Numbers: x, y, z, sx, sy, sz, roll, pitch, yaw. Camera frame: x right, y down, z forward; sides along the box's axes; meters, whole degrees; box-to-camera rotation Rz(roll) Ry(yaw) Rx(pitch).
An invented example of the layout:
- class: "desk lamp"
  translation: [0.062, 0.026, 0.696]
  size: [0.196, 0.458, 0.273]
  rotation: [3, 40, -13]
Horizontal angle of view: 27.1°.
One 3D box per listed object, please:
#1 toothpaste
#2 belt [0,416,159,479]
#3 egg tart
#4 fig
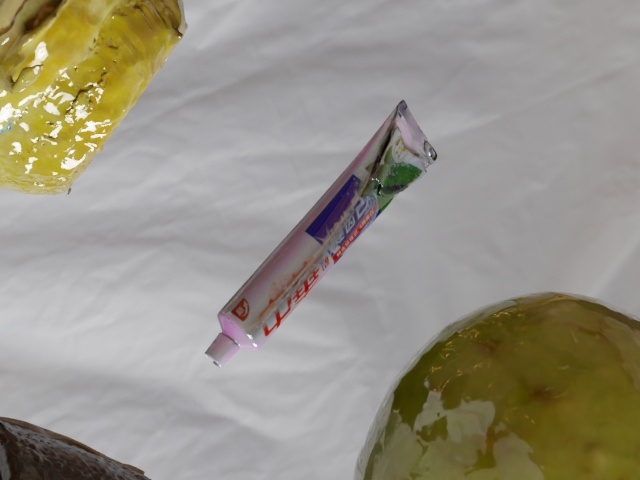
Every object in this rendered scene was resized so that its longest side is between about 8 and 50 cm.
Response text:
- class: "toothpaste"
  translation: [0.000, 0.000, 0.690]
  size: [0.028, 0.170, 0.045]
  rotation: [21, 154, 51]
- class: "belt"
  translation: [-0.202, 0.198, 0.728]
  size: [0.289, 0.164, 0.184]
  rotation: [-21, 56, 47]
- class: "egg tart"
  translation: [-0.254, -0.175, 1.313]
  size: [0.169, 0.388, 0.388]
  rotation: [37, 163, -7]
- class: "fig"
  translation: [0.163, 0.194, 0.817]
  size: [0.326, 0.258, 0.258]
  rotation: [-121, 17, -45]
